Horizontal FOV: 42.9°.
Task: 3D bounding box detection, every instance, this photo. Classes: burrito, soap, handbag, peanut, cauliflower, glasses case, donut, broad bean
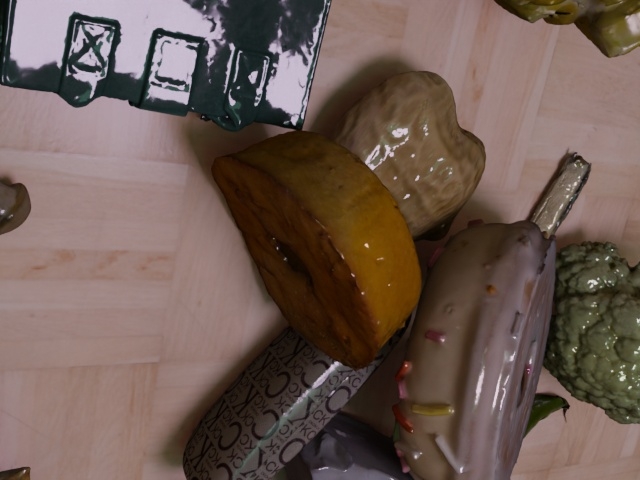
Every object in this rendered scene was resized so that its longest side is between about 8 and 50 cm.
[{"bbox_3d":[0.338,-0.041,1.197,0.045,0.041,0.185,32,94,7],"label":"burrito"},{"bbox_3d":[0.104,0.311,1.114,0.303,0.159,0.257,-17,114,-14],"label":"soap"},{"bbox_3d":[-0.145,-0.239,0.812,0.327,0.089,0.238,5,107,-32],"label":"handbag"},{"bbox_3d":[0.110,-0.090,1.004,0.196,0.110,0.233,-46,123,-6],"label":"peanut"},{"bbox_3d":[0.474,0.118,1.211,0.327,0.260,0.281,45,61,2],"label":"cauliflower"},{"bbox_3d":[-0.029,0.177,1.015,0.355,0.137,0.085,-45,118,-8],"label":"glasses case"},{"bbox_3d":[0.000,0.002,0.892,0.108,0.278,0.277,-36,123,-23],"label":"donut"},{"bbox_3d":[0.291,0.331,1.310,0.318,0.056,0.098,-22,119,-23],"label":"broad bean"},{"bbox_3d":[0.201,0.153,1.051,0.383,0.143,0.382,12,90,-67],"label":"donut"}]

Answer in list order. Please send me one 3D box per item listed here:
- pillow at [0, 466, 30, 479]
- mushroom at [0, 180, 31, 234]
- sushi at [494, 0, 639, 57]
[{"bbox_3d":[-0.416,0.353,0.838,0.310,0.119,0.312,-23,151,-18],"label":"pillow"},{"bbox_3d":[-0.365,-0.105,0.742,0.118,0.103,0.270,-24,130,-13],"label":"mushroom"},{"bbox_3d":[0.313,-0.352,0.905,0.285,0.328,0.329,-49,140,13],"label":"sushi"}]
